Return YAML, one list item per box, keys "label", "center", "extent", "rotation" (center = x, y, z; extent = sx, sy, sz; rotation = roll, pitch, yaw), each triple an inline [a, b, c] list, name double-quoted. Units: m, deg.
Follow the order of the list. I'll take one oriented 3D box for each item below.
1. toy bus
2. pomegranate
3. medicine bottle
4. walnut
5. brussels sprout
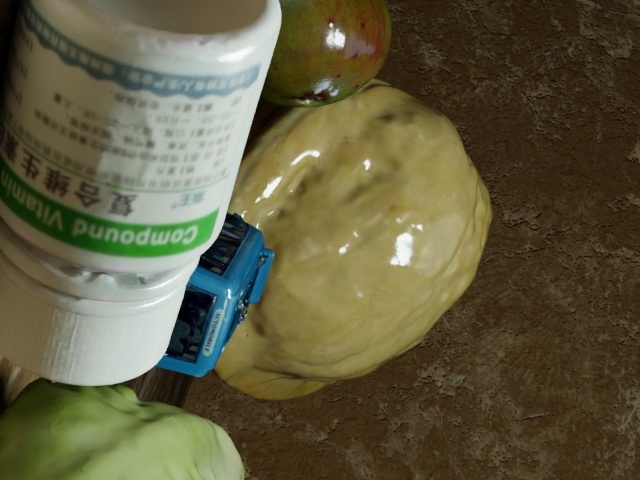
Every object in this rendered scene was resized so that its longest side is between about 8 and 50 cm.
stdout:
- label: "toy bus"
  center: [-0.129, 0.040, 1.845]
  extent: [0.246, 0.134, 0.113]
  rotation: [-64, 173, -75]
- label: "pomegranate"
  center: [-0.021, -0.244, 2.024]
  extent: [0.180, 0.180, 0.209]
  rotation: [106, -28, -70]
- label: "medicine bottle"
  center: [-0.114, -0.044, 1.046]
  extent: [0.139, 0.139, 0.237]
  rotation: [-70, 180, -55]
- label: "walnut"
  center: [0.003, -0.012, 2.190]
  extent: [0.383, 0.383, 0.383]
  rotation: [19, 90, -89]
- label: "brussels sprout"
  center: [-0.160, 0.260, 1.323]
  extent: [0.328, 0.247, 0.328]
  rotation: [22, 90, -87]
